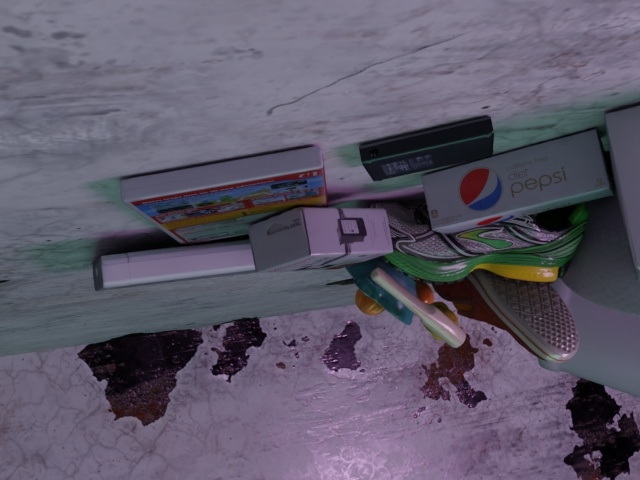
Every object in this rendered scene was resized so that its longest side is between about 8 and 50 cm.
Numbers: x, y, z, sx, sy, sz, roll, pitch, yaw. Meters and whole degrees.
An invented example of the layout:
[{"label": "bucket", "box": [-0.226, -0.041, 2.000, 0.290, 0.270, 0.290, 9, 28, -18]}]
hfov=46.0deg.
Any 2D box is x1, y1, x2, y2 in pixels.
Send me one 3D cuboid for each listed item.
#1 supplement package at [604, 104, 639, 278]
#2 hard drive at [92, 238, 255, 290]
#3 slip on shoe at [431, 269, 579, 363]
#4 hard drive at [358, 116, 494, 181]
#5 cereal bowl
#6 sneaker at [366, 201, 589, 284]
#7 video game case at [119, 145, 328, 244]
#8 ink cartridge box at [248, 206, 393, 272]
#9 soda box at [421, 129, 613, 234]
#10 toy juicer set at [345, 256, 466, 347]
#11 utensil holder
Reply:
[{"label": "supplement package", "box": [0.445, -0.057, 0.888, 0.177, 0.175, 0.293, -12, 170, 21]}, {"label": "hard drive", "box": [-0.151, 0.031, 1.125, 0.352, 0.047, 0.233, -6, 177, -20]}, {"label": "slip on shoe", "box": [0.258, 0.082, 1.158, 0.123, 0.101, 0.331, -11, -142, -35]}, {"label": "hard drive", "box": [0.114, -0.094, 0.797, 0.135, 0.022, 0.094, -11, 170, 10]}, {"label": "cereal bowl", "box": [0.537, -0.014, 1.159, 0.338, 0.141, 0.339, -7, -158, 3]}, {"label": "sneaker", "box": [0.220, -0.031, 1.079, 0.343, 0.134, 0.146, 0, 132, -17]}, {"label": "video game case", "box": [-0.093, -0.043, 0.878, 0.204, 0.025, 0.285, -10, 171, 0]}, {"label": "ink cartridge box", "box": [0.000, 0.000, 0.961, 0.150, 0.063, 0.109, -2, 168, -43]}, {"label": "soda box", "box": [0.239, -0.067, 0.925, 0.216, 0.074, 0.069, -14, 170, 24]}, {"label": "toy juicer set", "box": [0.118, 0.097, 1.130, 0.089, 0.209, 0.329, -48, -171, 6]}, {"label": "utensil holder", "box": [0.642, 0.144, 1.384, 0.385, 0.328, 0.327, 18, -176, 28]}]
